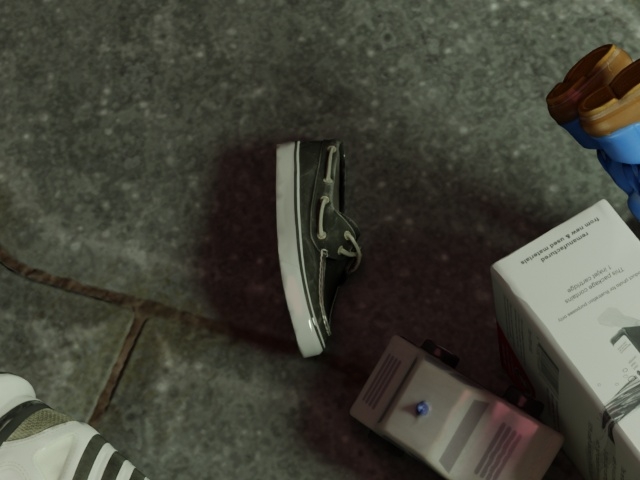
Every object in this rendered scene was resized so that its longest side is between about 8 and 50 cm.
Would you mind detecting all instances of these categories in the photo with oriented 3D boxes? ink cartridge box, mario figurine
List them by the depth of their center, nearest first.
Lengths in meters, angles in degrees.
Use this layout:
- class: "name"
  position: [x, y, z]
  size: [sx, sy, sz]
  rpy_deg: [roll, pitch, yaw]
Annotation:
- class: "ink cartridge box"
  position: [0.257, 0.134, 1.429]
  size: [0.114, 0.197, 0.273]
  rpy_deg: [-30, 62, -8]
- class: "mario figurine"
  position: [0.326, -0.027, 1.468]
  size: [0.170, 0.320, 0.198]
  rpy_deg: [-25, 24, 28]

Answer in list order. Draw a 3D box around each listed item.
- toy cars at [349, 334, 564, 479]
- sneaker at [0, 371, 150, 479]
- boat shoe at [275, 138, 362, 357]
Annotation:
- class: "toy cars"
  position: [0.115, 0.232, 1.428]
  size: [0.176, 0.087, 0.393]
  rpy_deg: [-26, 59, 23]
- class: "sneaker"
  position: [-0.290, 0.329, 1.423]
  size: [0.257, 0.169, 0.447]
  rpy_deg: [28, 67, 23]
- class: "boat shoe"
  position: [0.000, 0.000, 1.611]
  size: [0.070, 0.078, 0.219]
  rpy_deg: [-8, 59, 6]
